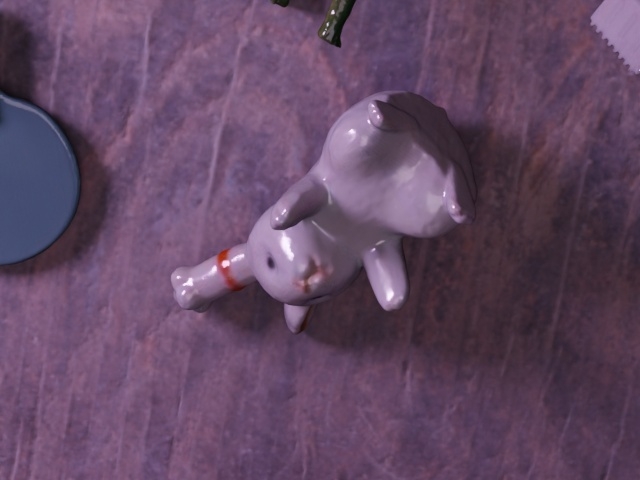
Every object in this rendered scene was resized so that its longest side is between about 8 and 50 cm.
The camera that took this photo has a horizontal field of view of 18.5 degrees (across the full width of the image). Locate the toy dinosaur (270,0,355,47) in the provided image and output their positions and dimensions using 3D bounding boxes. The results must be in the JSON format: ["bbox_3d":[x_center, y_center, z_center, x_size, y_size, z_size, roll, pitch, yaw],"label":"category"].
[{"bbox_3d":[0.017,-0.321,1.558,0.447,0.087,0.301,26,106,-16],"label":"toy dinosaur"}]

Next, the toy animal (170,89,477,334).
[{"bbox_3d":[0.006,0.000,1.633,0.140,0.138,0.282,41,104,-17],"label":"toy animal"}]

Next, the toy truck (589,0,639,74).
[{"bbox_3d":[0.355,-0.234,1.570,0.286,0.136,0.111,-43,124,13],"label":"toy truck"}]

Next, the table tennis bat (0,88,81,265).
[{"bbox_3d":[-0.284,-0.090,1.654,0.149,0.038,0.237,-7,112,3],"label":"table tennis bat"}]
